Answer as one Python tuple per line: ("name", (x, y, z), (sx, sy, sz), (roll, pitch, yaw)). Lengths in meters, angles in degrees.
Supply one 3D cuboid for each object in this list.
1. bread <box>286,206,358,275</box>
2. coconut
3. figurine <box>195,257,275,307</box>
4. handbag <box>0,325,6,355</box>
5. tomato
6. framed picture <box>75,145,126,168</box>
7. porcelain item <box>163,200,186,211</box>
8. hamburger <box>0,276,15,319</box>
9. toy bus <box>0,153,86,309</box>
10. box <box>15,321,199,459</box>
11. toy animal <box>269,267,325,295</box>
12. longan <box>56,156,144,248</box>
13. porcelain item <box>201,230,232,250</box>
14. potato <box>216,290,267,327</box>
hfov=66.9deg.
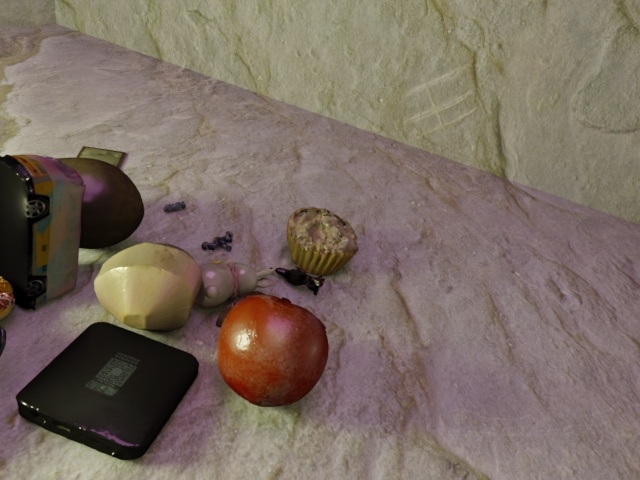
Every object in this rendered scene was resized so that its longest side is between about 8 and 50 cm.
("bread", (0.000, 0.000, 1.692), (0.274, 0.149, 0.274), (16, 33, -11))
("coconut", (-0.430, 0.123, 1.230), (0.259, 0.259, 0.259), (11, 32, -7))
("figurine", (-0.259, 0.115, 1.419), (0.235, 0.127, 0.155), (-9, 3, -41))
("handbag", (-0.779, 0.193, 0.943), (0.283, 0.149, 0.301), (6, 64, -25))
("tomato", (-0.114, 0.263, 1.133), (0.265, 0.265, 0.265), (11, 32, -7))
("framed picture", (-0.880, -0.313, 1.920), (0.173, 0.010, 0.231), (7, 33, -13))
("porcelain item", (-0.531, -0.122, 1.761), (0.083, 0.028, 0.036), (-17, 28, -40))
("hamburger", (-0.830, 0.146, 1.123), (0.173, 0.116, 0.210), (34, 34, 30))
("toy bus", (-0.704, -0.035, 1.213), (0.171, 0.386, 0.162), (29, 29, 18))
("box", (-0.452, 0.316, 1.067), (0.290, 0.073, 0.289), (19, 31, 5))
("toy animal", (-0.071, 0.116, 1.555), (0.202, 0.070, 0.105), (18, -12, 18))
("longan", (-0.700, -0.110, 1.428), (0.350, 0.288, 0.288), (18, 32, -1))
("porcelain item", (-0.331, 0.013, 1.643), (0.075, 0.021, 0.136), (34, 36, 19))
("potato", (-0.195, 0.195, 1.353), (0.101, 0.089, 0.172), (38, 36, 28))
